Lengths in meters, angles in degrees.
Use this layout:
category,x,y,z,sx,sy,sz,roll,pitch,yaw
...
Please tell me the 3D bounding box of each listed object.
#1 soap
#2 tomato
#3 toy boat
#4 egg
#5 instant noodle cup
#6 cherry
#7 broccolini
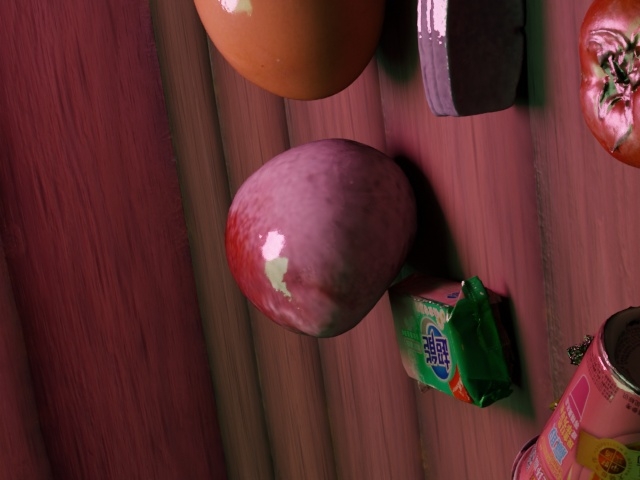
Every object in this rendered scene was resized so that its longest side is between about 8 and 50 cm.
category,x,y,z,sx,sy,sz,roll,pitch,yaw
soap,0.200,0.151,2.125,0.273,0.098,0.217,-164,55,-72
tomato,0.344,-0.173,1.465,0.237,0.095,0.236,167,90,-71
toy boat,0.191,-0.293,1.774,0.078,0.127,0.283,-139,41,-59
egg,-0.048,-0.400,2.127,0.301,0.301,0.373,18,128,69
instant noodle cup,0.355,0.216,1.553,0.244,0.244,0.255,-121,32,-42
cherry,0.011,-0.007,2.213,0.291,0.326,0.335,55,175,-23
broccolini,0.340,0.191,1.834,0.052,0.054,0.194,45,151,24
